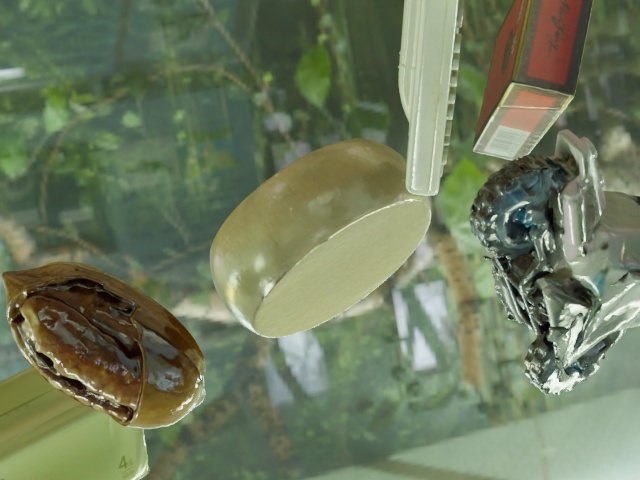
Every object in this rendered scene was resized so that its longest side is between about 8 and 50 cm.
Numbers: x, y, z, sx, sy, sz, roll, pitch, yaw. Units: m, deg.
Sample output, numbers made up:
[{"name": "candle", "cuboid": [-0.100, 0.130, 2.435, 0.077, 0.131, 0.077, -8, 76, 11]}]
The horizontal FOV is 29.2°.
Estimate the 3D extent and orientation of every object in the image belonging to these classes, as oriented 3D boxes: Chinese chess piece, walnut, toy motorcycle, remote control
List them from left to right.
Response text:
[{"name": "walnut", "cuboid": [-0.191, 0.087, 1.073, 0.116, 0.207, 0.116, -53, -176, 5]}, {"name": "Chinese chess piece", "cuboid": [0.000, 0.000, 1.406, 0.273, 0.102, 0.273, -31, 158, -14]}, {"name": "remote control", "cuboid": [0.089, -0.152, 1.012, 0.049, 0.230, 0.090, 3, -146, 3]}, {"name": "toy motorcycle", "cuboid": [0.217, -0.003, 0.905, 0.204, 0.108, 0.239, -32, 150, -5]}]

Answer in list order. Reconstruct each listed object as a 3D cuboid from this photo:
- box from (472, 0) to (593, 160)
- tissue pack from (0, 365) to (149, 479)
[{"name": "box", "cuboid": [0.227, -0.191, 1.322, 0.074, 0.153, 0.240, 17, 168, 1]}, {"name": "tissue pack", "cuboid": [-0.317, 0.227, 1.251, 0.159, 0.125, 0.234, 8, -156, 39]}]
